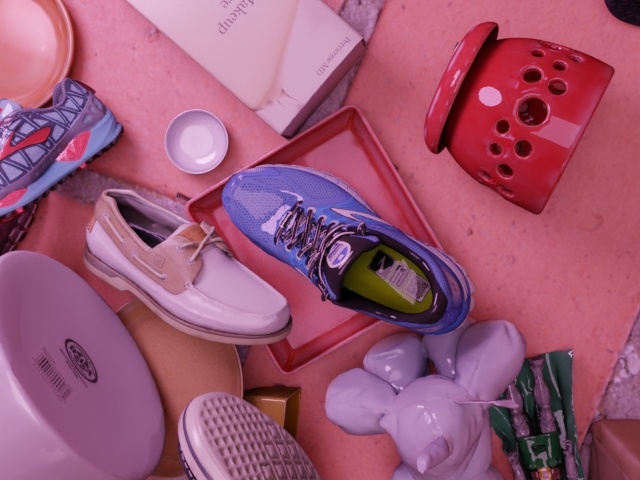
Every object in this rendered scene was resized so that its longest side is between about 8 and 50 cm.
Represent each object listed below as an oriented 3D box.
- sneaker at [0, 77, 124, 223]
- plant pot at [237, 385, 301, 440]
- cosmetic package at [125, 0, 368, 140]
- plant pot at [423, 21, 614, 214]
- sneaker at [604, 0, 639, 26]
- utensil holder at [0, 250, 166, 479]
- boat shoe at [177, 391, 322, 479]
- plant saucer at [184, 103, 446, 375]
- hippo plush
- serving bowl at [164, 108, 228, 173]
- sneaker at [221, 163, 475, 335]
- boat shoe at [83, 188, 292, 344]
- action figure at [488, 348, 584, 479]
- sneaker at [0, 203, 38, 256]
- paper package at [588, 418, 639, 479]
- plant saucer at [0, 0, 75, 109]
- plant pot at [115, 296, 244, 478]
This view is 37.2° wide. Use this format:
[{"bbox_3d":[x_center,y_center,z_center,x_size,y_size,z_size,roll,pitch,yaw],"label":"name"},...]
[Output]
[{"bbox_3d":[-0.374,-0.108,1.169,0.262,0.104,0.125,-45,107,-34],"label":"sneaker"},{"bbox_3d":[-0.077,0.229,1.221,0.083,0.081,0.081,6,94,11],"label":"plant pot"},{"bbox_3d":[-0.108,-0.284,1.180,0.309,0.113,0.160,40,96,3],"label":"cosmetic package"},{"bbox_3d":[0.225,-0.149,1.121,0.174,0.191,0.191,26,95,12],"label":"plant pot"},{"bbox_3d":[0.456,-0.331,1.154,0.234,0.084,0.097,-10,68,5],"label":"sneaker"},{"bbox_3d":[-0.423,0.236,1.115,0.385,0.327,0.328,-33,90,10],"label":"utensil holder"},{"bbox_3d":[-0.039,0.395,1.133,0.156,0.187,0.500,-24,113,19],"label":"boat shoe"},{"bbox_3d":[0.000,0.000,1.216,0.259,0.048,0.258,-31,90,7],"label":"plant saucer"},{"bbox_3d":[0.173,0.243,1.130,0.234,0.294,0.236,-32,110,-18],"label":"hippo plush"},{"bbox_3d":[-0.158,-0.128,1.234,0.083,0.027,0.083,0,94,6],"label":"serving bowl"},{"bbox_3d":[0.024,0.001,1.108,0.330,0.147,0.130,27,94,15],"label":"sneaker"},{"bbox_3d":[-0.166,0.030,1.159,0.302,0.113,0.103,22,119,21],"label":"boat shoe"},{"bbox_3d":[0.277,0.264,1.195,0.137,0.063,0.232,-15,87,18],"label":"action figure"},{"bbox_3d":[-0.451,-0.005,1.199,0.106,0.162,0.281,20,95,4],"label":"sneaker"},{"bbox_3d":[0.490,0.312,1.055,0.324,0.309,0.168,0,93,4],"label":"paper package"},{"bbox_3d":[-0.415,-0.257,1.247,0.200,0.037,0.200,0,93,4],"label":"plant saucer"},{"bbox_3d":[-0.195,0.184,1.220,0.236,0.032,0.236,-2,85,25],"label":"plant pot"}]
